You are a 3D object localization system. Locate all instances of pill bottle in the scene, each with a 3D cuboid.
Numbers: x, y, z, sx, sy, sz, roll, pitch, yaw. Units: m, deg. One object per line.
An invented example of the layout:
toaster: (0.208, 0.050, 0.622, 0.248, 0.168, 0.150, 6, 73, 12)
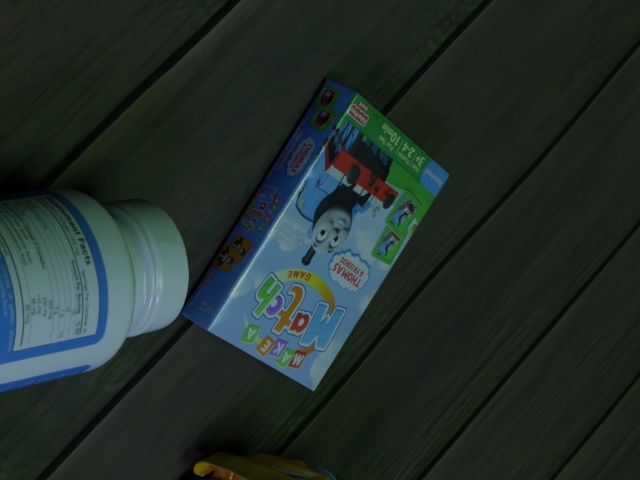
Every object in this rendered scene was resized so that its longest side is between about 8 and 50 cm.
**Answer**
pill bottle: (-0.196, 0.032, 1.068, 0.221, 0.124, 0.124, -10, 120, -45)

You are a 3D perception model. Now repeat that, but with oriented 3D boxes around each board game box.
board game box: (0.000, 0.000, 1.331, 0.211, 0.039, 0.160, -57, 142, -2)

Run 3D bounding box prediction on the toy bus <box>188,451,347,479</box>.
toy bus: (-0.014, 0.262, 1.412, 0.211, 0.149, 0.220, -27, 130, -52)
